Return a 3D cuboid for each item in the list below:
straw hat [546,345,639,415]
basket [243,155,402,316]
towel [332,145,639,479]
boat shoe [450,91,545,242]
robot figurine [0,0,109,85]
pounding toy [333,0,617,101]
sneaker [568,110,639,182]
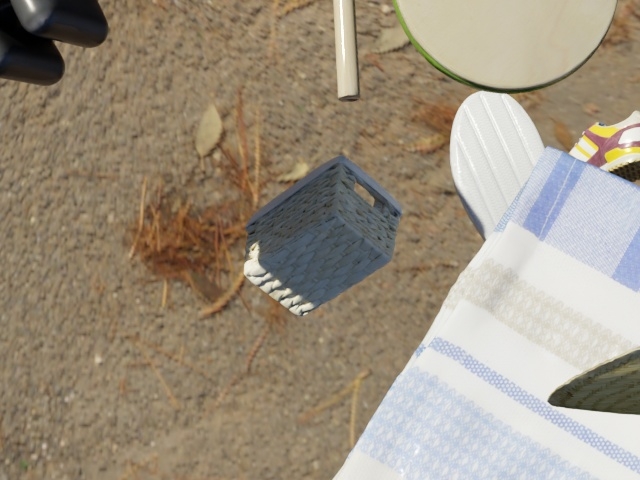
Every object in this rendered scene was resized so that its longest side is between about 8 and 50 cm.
[{"bbox_3d":[0.140,0.052,0.309,0.145,0.144,0.061,-13,72,-7],"label":"straw hat"},{"bbox_3d":[0.000,0.000,1.349,0.167,0.103,0.113,-33,122,32],"label":"basket"},{"bbox_3d":[0.128,0.104,0.556,0.209,0.034,0.285,30,76,20],"label":"towel"},{"bbox_3d":[0.248,-0.023,1.449,0.121,0.119,0.335,-17,81,7],"label":"boat shoe"},{"bbox_3d":[-0.297,-0.272,1.003,0.209,0.173,0.278,-25,76,-16],"label":"robot figurine"},{"bbox_3d":[0.107,-0.197,0.913,0.237,0.110,0.182,-7,88,-10],"label":"pounding toy"},{"bbox_3d":[0.353,-0.105,1.489,0.070,0.185,0.083,20,63,-37],"label":"sneaker"}]
